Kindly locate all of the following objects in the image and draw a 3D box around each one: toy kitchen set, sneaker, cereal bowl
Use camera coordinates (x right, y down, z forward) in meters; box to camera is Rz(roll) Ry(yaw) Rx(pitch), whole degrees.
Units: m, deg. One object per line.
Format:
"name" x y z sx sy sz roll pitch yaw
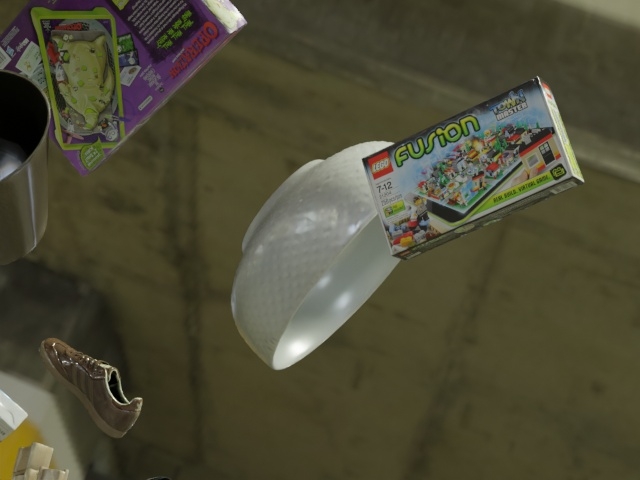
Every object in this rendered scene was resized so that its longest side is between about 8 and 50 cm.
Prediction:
"toy kitchen set" -0.259 0.200 1.379 0.075 0.083 0.068 26 -27 -30
"sneaker" -0.323 0.195 2.392 0.188 0.071 0.066 46 14 19
"cereal bowl" 0.000 0.000 2.178 0.141 0.339 0.339 40 -19 13

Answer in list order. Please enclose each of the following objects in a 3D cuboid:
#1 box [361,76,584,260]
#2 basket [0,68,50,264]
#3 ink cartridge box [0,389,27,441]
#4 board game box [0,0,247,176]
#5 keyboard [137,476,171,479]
"box" 0.151 -0.071 1.691 0.207 0.114 0.036 -25 -20 22
"basket" -0.398 -0.073 1.959 0.154 0.204 0.227 59 -12 21
"ink cartridge box" -0.372 0.204 1.886 0.048 0.028 0.083 44 -43 -8
"board game box" -0.263 -0.247 2.074 0.208 0.056 0.347 53 -49 0
"keyboard" -0.168 0.254 1.591 0.180 0.023 0.108 8 25 -15
